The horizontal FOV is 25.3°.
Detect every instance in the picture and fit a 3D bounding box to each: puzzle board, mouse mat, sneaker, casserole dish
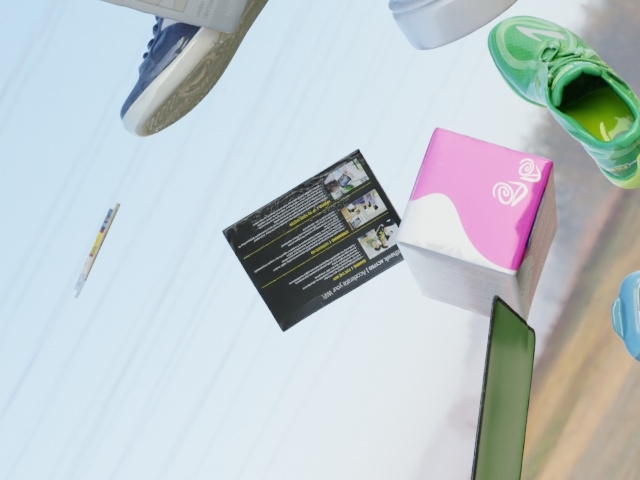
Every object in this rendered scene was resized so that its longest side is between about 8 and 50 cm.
[{"bbox_3d":[-0.260,0.012,1.642,0.128,0.011,0.096,139,154,-72],"label":"puzzle board"},{"bbox_3d":[0.132,0.127,1.026,0.189,0.007,0.153,36,-119,-70],"label":"mouse mat"},{"bbox_3d":[0.306,-0.189,1.700,0.109,0.295,0.123,-40,-35,0],"label":"sneaker"},{"bbox_3d":[0.426,0.081,1.613,0.037,0.188,0.114,82,-174,-74],"label":"casserole dish"},{"bbox_3d":[-0.149,-0.287,1.642,0.350,0.148,0.131,-55,-6,-3],"label":"sneaker"}]

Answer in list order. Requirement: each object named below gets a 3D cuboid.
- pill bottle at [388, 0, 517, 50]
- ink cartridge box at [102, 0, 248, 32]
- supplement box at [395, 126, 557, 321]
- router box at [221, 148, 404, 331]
[{"bbox_3d":[0.071,-0.327,1.304,0.160,0.283,0.160,-30,21,13],"label":"pill bottle"},{"bbox_3d":[-0.219,-0.407,1.468,0.308,0.384,0.091,-65,28,26],"label":"ink cartridge box"},{"bbox_3d":[0.148,-0.007,1.306,0.220,0.113,0.111,51,-123,-71],"label":"supplement box"},{"bbox_3d":[0.000,0.000,1.578,0.178,0.133,0.046,-31,0,3],"label":"router box"}]
